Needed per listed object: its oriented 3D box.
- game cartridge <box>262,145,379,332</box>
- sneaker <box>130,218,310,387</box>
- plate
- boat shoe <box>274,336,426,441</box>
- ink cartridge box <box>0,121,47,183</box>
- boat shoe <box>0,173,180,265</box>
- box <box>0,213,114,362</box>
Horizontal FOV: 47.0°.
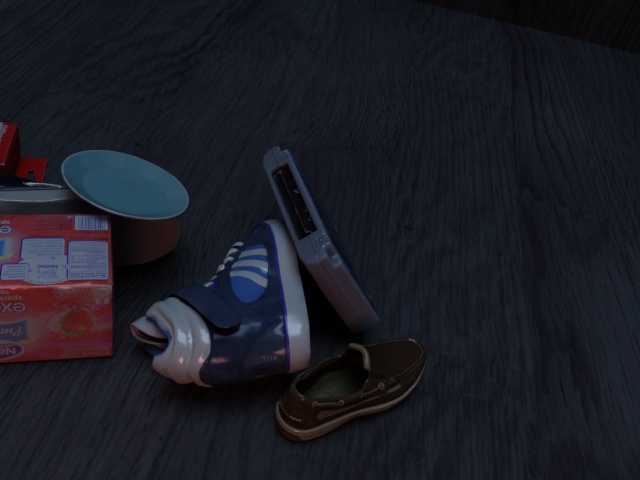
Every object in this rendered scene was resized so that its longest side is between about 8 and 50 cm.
[{"bbox_3d":[0.000,0.000,1.141,0.062,0.198,0.297,-27,40,2],"label":"game cartridge"},{"bbox_3d":[-0.151,0.077,1.052,0.236,0.130,0.323,-3,35,-10],"label":"sneaker"},{"bbox_3d":[-0.288,-0.076,1.084,0.188,0.024,0.188,20,26,-10],"label":"plate"},{"bbox_3d":[0.057,0.184,1.002,0.257,0.095,0.095,-23,51,-37],"label":"boat shoe"},{"bbox_3d":[-0.588,-0.138,1.233,0.231,0.078,0.134,2,39,-14],"label":"ink cartridge box"},{"bbox_3d":[-0.400,-0.047,1.147,0.340,0.127,0.158,5,21,-27],"label":"boat shoe"},{"bbox_3d":[-0.429,0.064,0.975,0.300,0.142,0.154,-2,40,-17],"label":"box"}]
